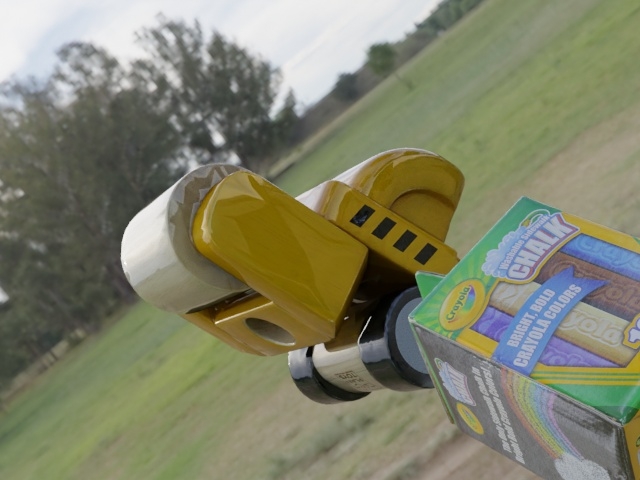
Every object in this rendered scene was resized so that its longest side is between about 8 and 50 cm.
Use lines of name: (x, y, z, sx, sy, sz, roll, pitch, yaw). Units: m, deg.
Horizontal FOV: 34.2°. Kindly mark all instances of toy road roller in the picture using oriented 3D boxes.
toy road roller: (0.000, 0.000, 1.012, 0.202, 0.329, 0.240, -25, 39, 58)

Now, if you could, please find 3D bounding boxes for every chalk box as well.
chalk box: (0.157, 0.070, 0.703, 0.132, 0.132, 0.213, -44, 44, -20)
